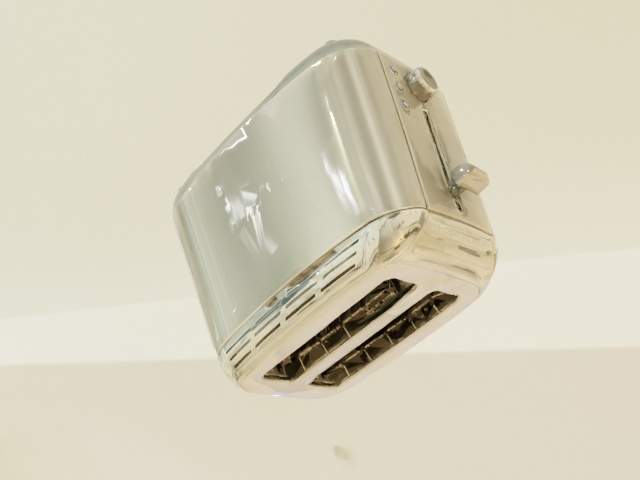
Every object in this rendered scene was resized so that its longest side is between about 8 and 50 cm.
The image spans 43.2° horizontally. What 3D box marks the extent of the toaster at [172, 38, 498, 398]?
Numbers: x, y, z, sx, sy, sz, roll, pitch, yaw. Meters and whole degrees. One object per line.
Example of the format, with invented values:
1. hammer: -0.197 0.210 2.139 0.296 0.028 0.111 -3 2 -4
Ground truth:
1. toaster: 0.000 0.000 0.505 0.227 0.129 0.146 -39 -128 28
